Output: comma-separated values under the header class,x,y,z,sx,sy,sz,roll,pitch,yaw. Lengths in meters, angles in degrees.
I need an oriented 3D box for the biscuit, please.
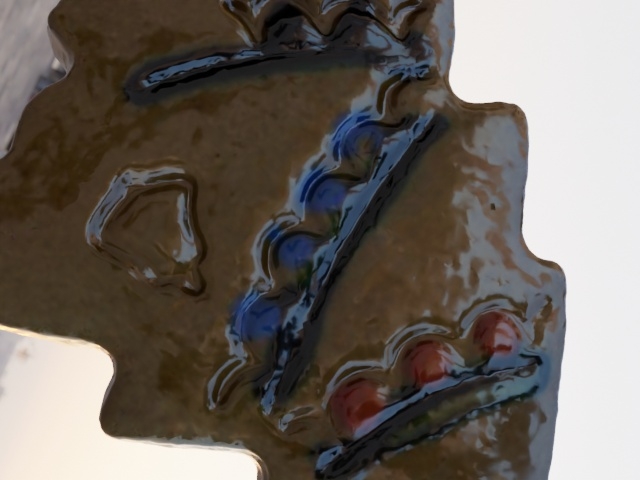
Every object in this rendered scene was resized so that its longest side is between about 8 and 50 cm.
class,x,y,z,sx,sy,sz,roll,pitch,yaw
biscuit,0.000,0.000,0.539,0.278,0.301,0.043,-42,177,-14
